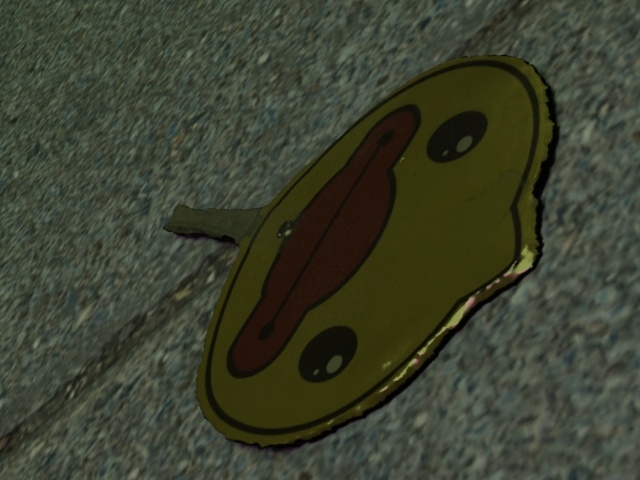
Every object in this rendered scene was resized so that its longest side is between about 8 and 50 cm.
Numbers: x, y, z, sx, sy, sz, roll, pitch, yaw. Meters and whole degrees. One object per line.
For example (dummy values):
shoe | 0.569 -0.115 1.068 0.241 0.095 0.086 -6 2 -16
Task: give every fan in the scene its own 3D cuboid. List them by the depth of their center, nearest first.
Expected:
fan | -0.001 -0.001 0.874 0.335 0.011 0.229 5 60 58
